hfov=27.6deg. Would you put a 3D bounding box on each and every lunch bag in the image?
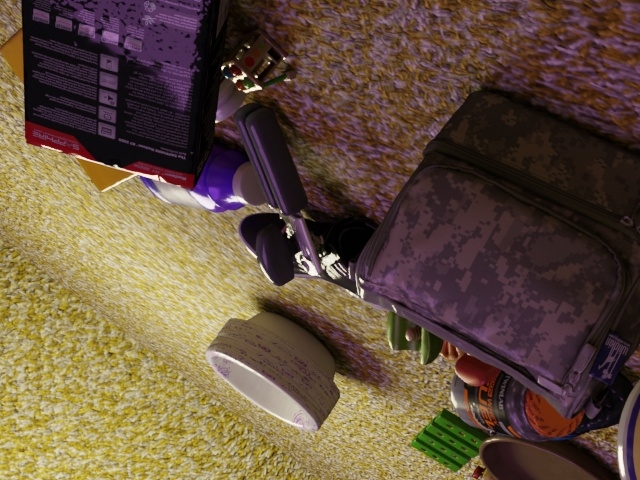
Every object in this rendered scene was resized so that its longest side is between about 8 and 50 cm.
[{"bbox_3d":[0.216,0.024,1.379,0.305,0.256,0.212,29,155,23],"label":"lunch bag"}]

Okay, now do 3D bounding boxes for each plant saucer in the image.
[{"bbox_3d":[0.413,0.417,2.306,0.278,0.041,0.278,26,154,14],"label":"plant saucer"}]

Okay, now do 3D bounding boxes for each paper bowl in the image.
[{"bbox_3d":[-0.083,0.256,2.673,0.284,0.148,0.284,32,161,13],"label":"paper bowl"}]

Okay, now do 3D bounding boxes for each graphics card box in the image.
[{"bbox_3d":[-0.231,-0.240,1.533,0.233,0.094,0.371,16,139,4],"label":"graphics card box"}]

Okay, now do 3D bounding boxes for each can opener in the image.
[{"bbox_3d":[-0.063,-0.059,1.849,0.074,0.093,0.280,26,139,53],"label":"can opener"}]

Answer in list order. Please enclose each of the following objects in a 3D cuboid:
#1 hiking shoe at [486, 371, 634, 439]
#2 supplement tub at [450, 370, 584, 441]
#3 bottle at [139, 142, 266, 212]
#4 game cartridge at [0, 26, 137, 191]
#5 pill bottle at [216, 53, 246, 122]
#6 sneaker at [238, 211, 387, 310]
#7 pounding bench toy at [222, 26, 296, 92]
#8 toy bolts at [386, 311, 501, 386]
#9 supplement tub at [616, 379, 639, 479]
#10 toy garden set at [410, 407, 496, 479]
[{"bbox_3d":[0.374,0.236,1.931,0.132,0.113,0.304,11,166,-27],"label":"hiking shoe"},{"bbox_3d":[0.280,0.220,1.844,0.117,0.117,0.190,43,162,-21],"label":"supplement tub"},{"bbox_3d":[-0.179,-0.101,2.055,0.283,0.092,0.118,11,150,52],"label":"bottle"},{"bbox_3d":[-0.338,-0.225,1.963,0.285,0.053,0.324,56,148,-11],"label":"game cartridge"},{"bbox_3d":[-0.170,-0.231,1.733,0.152,0.086,0.086,47,159,-29],"label":"pill bottle"},{"bbox_3d":[0.000,0.000,1.983,0.296,0.104,0.147,23,157,18],"label":"sneaker"},{"bbox_3d":[-0.077,-0.213,1.642,0.083,0.065,0.052,43,160,-20],"label":"pounding bench toy"},{"bbox_3d":[0.226,0.089,1.821,0.228,0.158,0.218,29,122,51],"label":"toy bolts"},{"bbox_3d":[0.507,0.232,1.414,0.241,0.241,0.331,40,162,-13],"label":"supplement tub"},{"bbox_3d":[0.297,0.400,2.511,0.204,0.049,0.244,31,157,2],"label":"toy garden set"}]
